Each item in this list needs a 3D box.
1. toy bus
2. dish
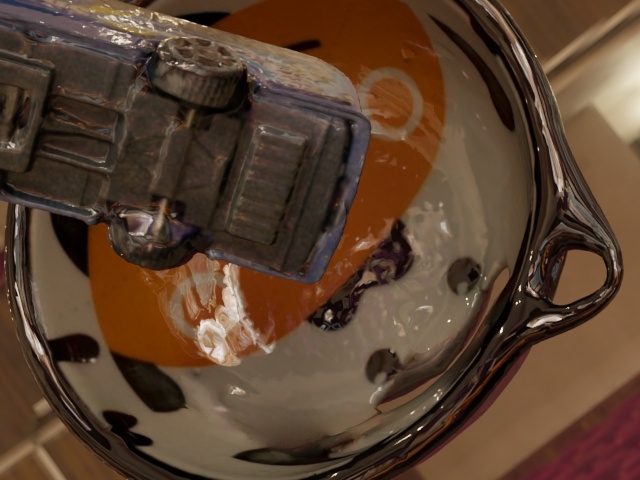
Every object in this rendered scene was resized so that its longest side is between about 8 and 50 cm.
[{"bbox_3d":[-0.066,-0.036,0.411,0.061,0.153,0.051,-93,20,-66],"label":"toy bus"},{"bbox_3d":[0.000,0.000,0.848,0.303,0.303,0.120,-39,-25,10],"label":"dish"}]
